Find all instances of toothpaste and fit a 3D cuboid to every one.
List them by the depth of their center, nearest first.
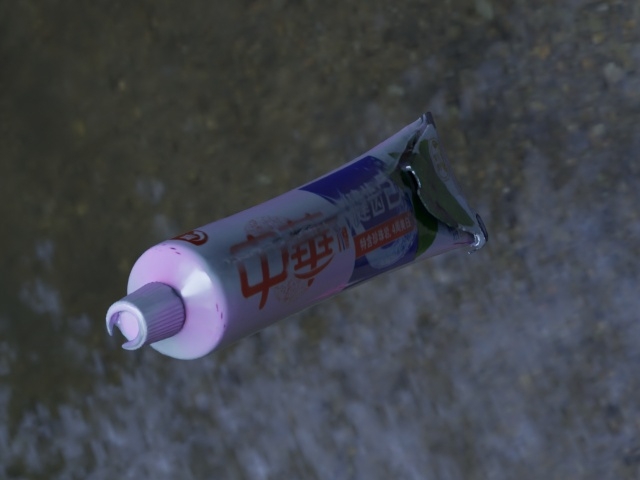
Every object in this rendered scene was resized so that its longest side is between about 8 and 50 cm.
[{"bbox_3d":[0.000,0.000,0.414,0.028,0.170,0.045,-28,88,33],"label":"toothpaste"}]
